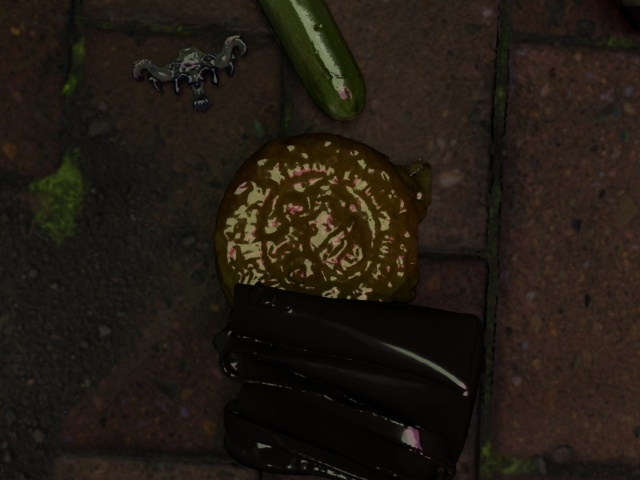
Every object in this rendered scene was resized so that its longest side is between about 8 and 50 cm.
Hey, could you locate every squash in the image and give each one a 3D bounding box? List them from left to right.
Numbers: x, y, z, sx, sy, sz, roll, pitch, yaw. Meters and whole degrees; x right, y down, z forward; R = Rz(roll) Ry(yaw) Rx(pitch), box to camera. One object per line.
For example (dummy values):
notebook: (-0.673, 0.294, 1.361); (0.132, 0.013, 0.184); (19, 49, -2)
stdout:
squash: (-0.018, -0.243, 0.975); (0.069, 0.069, 0.239); (-29, 90, -2)

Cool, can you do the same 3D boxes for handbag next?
handbag: (0.020, 0.164, 0.874); (0.256, 0.285, 0.114); (13, 50, 6)

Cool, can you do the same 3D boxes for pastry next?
pastry: (0.000, 0.000, 0.936); (0.235, 0.132, 0.240); (12, 89, 0)

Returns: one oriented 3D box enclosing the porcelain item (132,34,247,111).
porcelain item: (-0.144, -0.185, 0.994); (0.136, 0.021, 0.075); (-15, 93, -2)

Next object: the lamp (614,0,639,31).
lamp: (0.418, -0.357, 0.946); (0.243, 0.197, 0.198); (-35, 89, 21)
